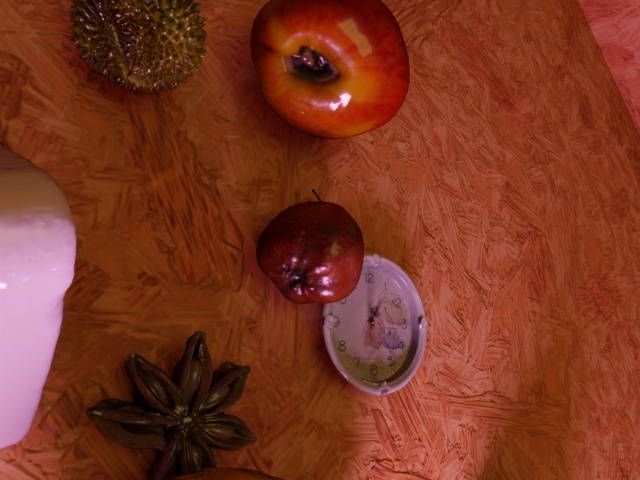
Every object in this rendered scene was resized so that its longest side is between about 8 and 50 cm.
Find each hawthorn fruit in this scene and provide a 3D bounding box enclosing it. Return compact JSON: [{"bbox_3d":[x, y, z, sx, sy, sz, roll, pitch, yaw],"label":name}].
[{"bbox_3d":[0.000,0.000,0.815,0.162,0.163,0.203,52,41,-16],"label":"hawthorn fruit"}]

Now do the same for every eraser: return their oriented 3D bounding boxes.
[{"bbox_3d":[-0.317,0.028,0.429,0.150,0.331,0.331,-8,83,-41],"label":"eraser"}]

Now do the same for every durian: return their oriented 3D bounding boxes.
[{"bbox_3d":[-0.239,-0.280,0.690,0.198,0.159,0.146,45,18,11],"label":"durian"}]

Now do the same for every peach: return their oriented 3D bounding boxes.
[{"bbox_3d":[0.019,-0.291,0.854,0.281,0.238,0.281,21,27,-11],"label":"peach"}]

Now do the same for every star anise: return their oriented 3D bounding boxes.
[{"bbox_3d":[-0.164,0.213,0.659,0.197,0.073,0.212,-36,104,-36],"label":"star anise"}]

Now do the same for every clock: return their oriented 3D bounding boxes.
[{"bbox_3d":[0.086,0.142,0.899,0.237,0.053,0.236,11,71,-34],"label":"clock"}]

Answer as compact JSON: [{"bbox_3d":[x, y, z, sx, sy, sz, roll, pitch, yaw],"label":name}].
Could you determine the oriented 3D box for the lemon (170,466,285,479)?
[{"bbox_3d":[-0.106,0.376,0.510,0.297,0.297,0.297,12,70,-37],"label":"lemon"}]
